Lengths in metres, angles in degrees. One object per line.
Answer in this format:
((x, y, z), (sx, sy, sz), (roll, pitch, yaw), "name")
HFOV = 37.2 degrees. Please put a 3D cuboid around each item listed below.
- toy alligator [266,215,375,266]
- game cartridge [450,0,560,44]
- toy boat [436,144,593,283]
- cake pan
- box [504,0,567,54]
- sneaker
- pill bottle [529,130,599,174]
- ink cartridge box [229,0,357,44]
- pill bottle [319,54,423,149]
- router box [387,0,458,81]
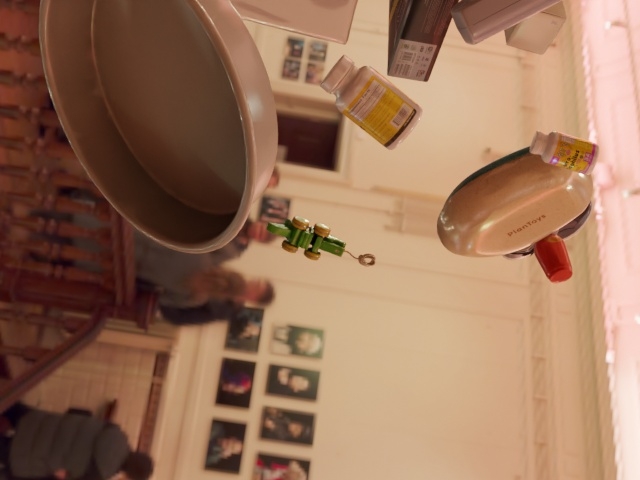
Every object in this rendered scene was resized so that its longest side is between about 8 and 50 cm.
((0.000, 0.000, 1.560), (0.051, 0.189, 0.056), (-104, -146, -66), "toy alligator")
((0.267, -0.328, 1.229), (0.060, 0.196, 0.294), (64, 23, -12), "game cartridge")
((0.338, -0.047, 1.600), (0.318, 0.267, 0.148), (40, 30, -48), "toy boat")
((-0.147, -0.131, 0.862), (0.054, 0.293, 0.293), (-33, 148, -38), "cake pan")
((0.453, -0.542, 2.071), (0.113, 0.094, 0.275), (117, -20, -48), "box")
((0.481, -0.036, 2.019), (0.086, 0.226, 0.163), (59, 7, 16), "sneaker")
((0.319, -0.117, 1.246), (0.043, 0.083, 0.043), (17, 90, -90), "pill bottle")
((-0.115, -0.443, 1.626), (0.272, 0.309, 0.130), (-129, -129, -69), "ink cartridge box")
((0.059, -0.166, 1.127), (0.065, 0.116, 0.065), (-50, -171, 11), "pill bottle")
((0.189, -0.471, 1.653), (0.309, 0.081, 0.243), (108, -11, -56), "router box")
